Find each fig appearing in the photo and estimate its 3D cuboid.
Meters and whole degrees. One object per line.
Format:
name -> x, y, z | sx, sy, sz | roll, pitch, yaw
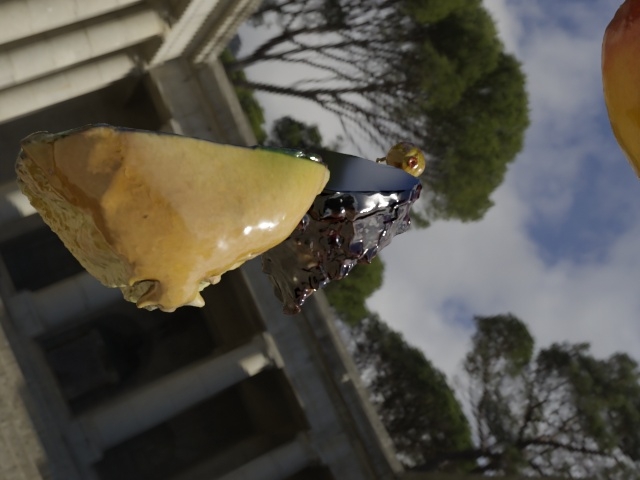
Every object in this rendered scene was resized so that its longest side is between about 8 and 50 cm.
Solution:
fig -> 0.100, -0.104, 1.320 | 0.083, 0.050, 0.050 | 15, -56, 62

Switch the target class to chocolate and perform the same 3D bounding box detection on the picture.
chocolate -> 0.000, 0.000, 1.177 | 0.206, 0.224, 0.177 | 11, -73, 11

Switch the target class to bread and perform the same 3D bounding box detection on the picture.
bread -> -0.127, -0.007, 0.835 | 0.174, 0.251, 0.133 | 161, -67, -63

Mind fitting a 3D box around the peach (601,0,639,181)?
peach -> 0.436, -0.132, 1.022 | 0.289, 0.289, 0.308 | 14, -42, 59
